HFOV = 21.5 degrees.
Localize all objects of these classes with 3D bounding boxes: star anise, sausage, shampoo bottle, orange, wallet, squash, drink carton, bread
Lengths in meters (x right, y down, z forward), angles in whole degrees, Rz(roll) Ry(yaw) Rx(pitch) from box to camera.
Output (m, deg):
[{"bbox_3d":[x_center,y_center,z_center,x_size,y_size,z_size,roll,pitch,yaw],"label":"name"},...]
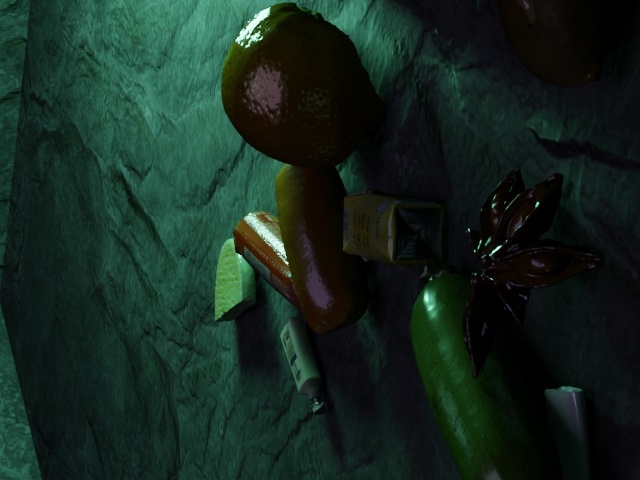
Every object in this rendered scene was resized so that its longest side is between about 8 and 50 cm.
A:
[{"bbox_3d":[0.189,0.010,1.561,0.157,0.053,0.212,-31,42,43],"label":"star anise"},{"bbox_3d":[0.200,-0.380,1.419,0.136,0.123,0.501,13,108,38],"label":"sausage"},{"bbox_3d":[-0.020,0.169,2.210,0.049,0.034,0.141,-61,38,44],"label":"shampoo bottle"},{"bbox_3d":[0.000,0.000,2.052,0.098,0.098,0.238,123,138,-58],"label":"sausage"},{"bbox_3d":[-0.035,-0.189,2.017,0.237,0.158,0.179,-125,38,-55],"label":"orange"},{"bbox_3d":[0.231,0.197,1.553,0.061,0.025,0.122,172,95,-72],"label":"wallet"},{"bbox_3d":[0.150,0.139,1.627,0.379,0.101,0.101,-107,23,-53],"label":"squash"},{"bbox_3d":[-0.041,0.032,2.191,0.274,0.074,0.074,-140,50,-63],"label":"sausage"},{"bbox_3d":[0.070,-0.017,1.888,0.200,0.074,0.084,-168,76,-68],"label":"drink carton"},{"bbox_3d":[-0.123,0.052,2.469,0.193,0.036,0.112,142,127,-70],"label":"bread"}]
